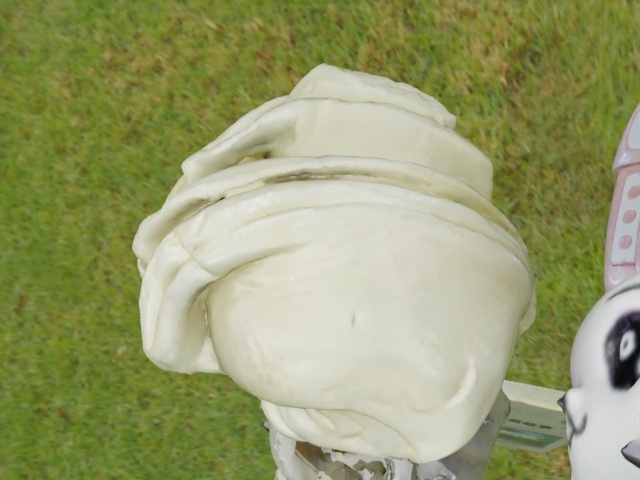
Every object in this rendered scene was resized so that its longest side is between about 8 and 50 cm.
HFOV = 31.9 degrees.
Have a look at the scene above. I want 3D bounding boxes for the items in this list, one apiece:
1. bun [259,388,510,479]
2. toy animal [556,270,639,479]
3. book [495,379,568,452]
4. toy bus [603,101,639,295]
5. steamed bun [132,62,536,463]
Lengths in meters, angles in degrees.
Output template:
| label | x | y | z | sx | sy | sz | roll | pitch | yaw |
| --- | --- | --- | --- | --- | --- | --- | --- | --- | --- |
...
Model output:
| label | x | y | z | sx | sy | sz | roll | pitch | yaw |
| --- | --- | --- | --- | --- | --- | --- | --- | --- | --- |
| bun | 0.043 | 0.169 | 1.015 | 0.281 | 0.205 | 0.282 | 0 | 89 | -3 |
| toy animal | 0.279 | 0.152 | 0.701 | 0.251 | 0.251 | 0.310 | -26 | 59 | 15 |
| book | 0.202 | 0.207 | 1.333 | 0.214 | 0.283 | 0.025 | 11 | 71 | 1 |
| toy bus | 0.370 | -0.038 | 1.029 | 0.232 | 0.197 | 0.294 | -3 | 70 | 60 |
| steamed bun | 0.003 | 0.000 | 0.770 | 0.276 | 0.289 | 0.203 | -7 | 116 | 10 |
